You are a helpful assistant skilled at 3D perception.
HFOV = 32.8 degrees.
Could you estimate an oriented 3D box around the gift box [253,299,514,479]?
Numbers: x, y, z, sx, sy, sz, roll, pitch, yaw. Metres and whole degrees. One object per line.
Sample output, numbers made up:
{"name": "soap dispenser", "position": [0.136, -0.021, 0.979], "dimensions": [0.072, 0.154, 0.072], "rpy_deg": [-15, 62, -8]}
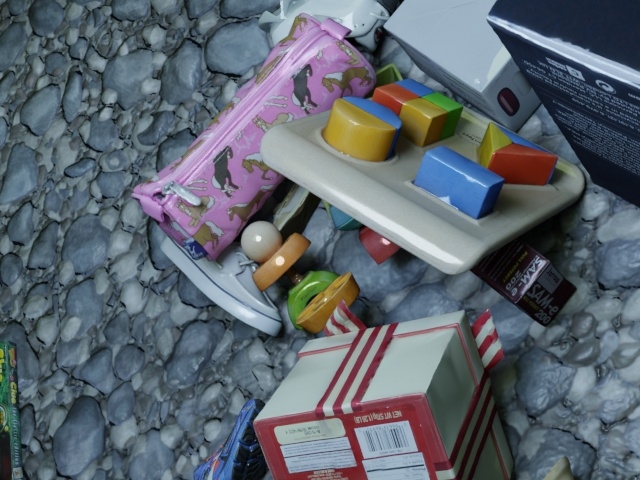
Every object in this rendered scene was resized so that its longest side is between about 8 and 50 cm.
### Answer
{"name": "gift box", "position": [0.092, 0.220, 1.324], "dimensions": [0.255, 0.258, 0.277], "rpy_deg": [-8, 106, 21]}

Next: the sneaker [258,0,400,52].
{"name": "sneaker", "position": [0.077, -0.371, 1.683], "dimensions": [0.330, 0.122, 0.146], "rpy_deg": [-35, 77, 11]}

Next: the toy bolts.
{"name": "toy bolts", "position": [0.000, 0.000, 1.502], "dimensions": [0.228, 0.218, 0.158], "rpy_deg": [-43, 96, 1]}

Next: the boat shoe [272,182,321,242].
{"name": "boat shoe", "position": [-0.046, -0.040, 1.651], "dimensions": [0.045, 0.050, 0.135], "rpy_deg": [27, 75, 36]}

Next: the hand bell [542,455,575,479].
{"name": "hand bell", "position": [0.346, 0.377, 1.266], "dimensions": [0.242, 0.126, 0.126], "rpy_deg": [37, 91, 22]}

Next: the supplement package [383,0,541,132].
{"name": "supplement package", "position": [0.264, -0.325, 1.534], "dimensions": [0.262, 0.145, 0.204], "rpy_deg": [-50, 57, 3]}

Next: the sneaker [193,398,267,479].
{"name": "sneaker", "position": [-0.137, 0.325, 1.542], "dimensions": [0.087, 0.083, 0.221], "rpy_deg": [17, 78, 37]}

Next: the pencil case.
{"name": "pencil case", "position": [-0.091, -0.151, 1.568], "dimensions": [0.386, 0.160, 0.167], "rpy_deg": [-47, 21, -4]}

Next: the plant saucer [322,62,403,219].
{"name": "plant saucer", "position": [0.073, -0.140, 1.625], "dimensions": [0.188, 0.045, 0.188], "rpy_deg": [-31, 60, 14]}

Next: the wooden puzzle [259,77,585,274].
{"name": "wooden puzzle", "position": [0.146, -0.114, 1.401], "dimensions": [0.322, 0.347, 0.081], "rpy_deg": [32, 126, 23]}

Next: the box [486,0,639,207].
{"name": "box", "position": [0.488, -0.285, 1.207], "dimensions": [0.297, 0.471, 0.480], "rpy_deg": [32, 88, 34]}

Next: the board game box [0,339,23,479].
{"name": "board game box", "position": [-0.557, 0.307, 1.799], "dimensions": [0.136, 0.030, 0.260], "rpy_deg": [-21, 63, 22]}

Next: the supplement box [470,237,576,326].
{"name": "supplement box", "position": [0.213, 0.006, 1.446], "dimensions": [0.239, 0.130, 0.073], "rpy_deg": [40, 94, 34]}

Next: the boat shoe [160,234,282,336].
{"name": "boat shoe", "position": [-0.137, 0.044, 1.643], "dimensions": [0.267, 0.096, 0.088], "rpy_deg": [39, 96, 41]}
